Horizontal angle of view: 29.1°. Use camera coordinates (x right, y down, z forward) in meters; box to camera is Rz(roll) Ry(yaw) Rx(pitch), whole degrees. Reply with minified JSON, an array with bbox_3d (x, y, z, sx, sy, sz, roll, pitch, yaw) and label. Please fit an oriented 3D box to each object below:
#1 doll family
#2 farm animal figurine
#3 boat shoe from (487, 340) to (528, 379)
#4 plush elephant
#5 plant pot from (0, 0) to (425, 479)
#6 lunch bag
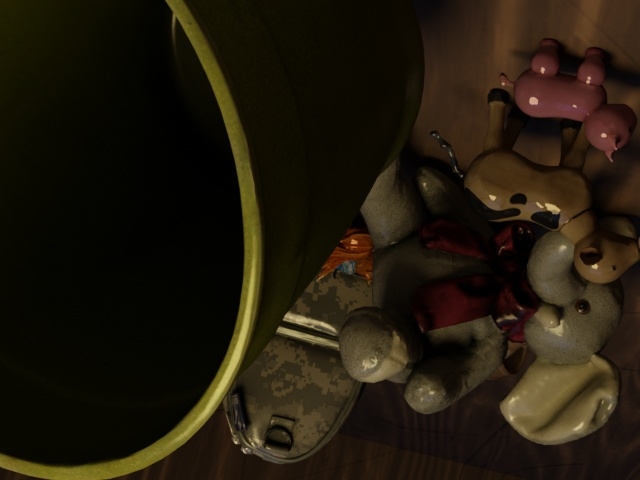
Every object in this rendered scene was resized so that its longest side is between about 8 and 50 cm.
[{"bbox_3d":[0.000,0.000,1.423,0.163,0.118,0.263,14,164,13],"label":"doll family"},{"bbox_3d":[0.298,-0.032,1.011,0.327,0.172,0.330,24,160,-25],"label":"farm animal figurine"},{"bbox_3d":[0.226,0.093,1.511,0.110,0.121,0.341,9,159,22],"label":"boat shoe"},{"bbox_3d":[0.184,0.053,1.227,0.255,0.272,0.330,-9,146,20],"label":"plush elephant"},{"bbox_3d":[-0.105,-0.087,0.815,0.366,0.366,0.353,5,-159,30],"label":"plant pot"},{"bbox_3d":[-0.034,0.162,1.636,0.212,0.256,0.305,14,173,-1],"label":"lunch bag"}]
